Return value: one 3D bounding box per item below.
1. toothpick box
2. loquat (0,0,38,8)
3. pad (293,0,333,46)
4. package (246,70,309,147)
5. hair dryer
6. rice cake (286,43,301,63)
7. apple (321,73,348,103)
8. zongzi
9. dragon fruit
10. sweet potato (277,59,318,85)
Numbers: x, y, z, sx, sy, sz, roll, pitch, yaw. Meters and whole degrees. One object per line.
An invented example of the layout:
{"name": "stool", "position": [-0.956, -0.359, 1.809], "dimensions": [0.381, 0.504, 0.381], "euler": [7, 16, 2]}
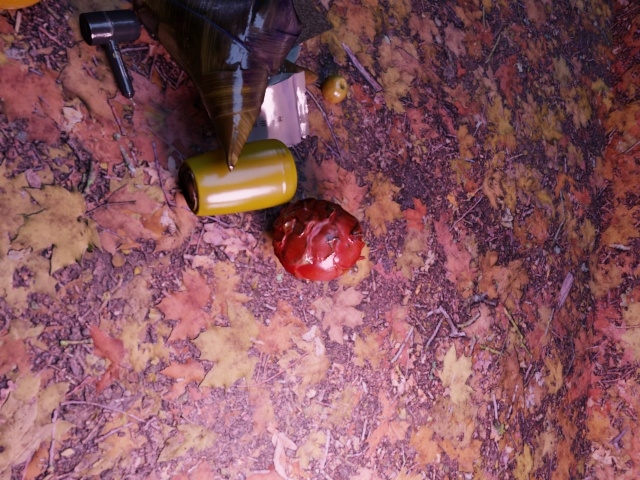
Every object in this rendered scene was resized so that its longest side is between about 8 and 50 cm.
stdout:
{"name": "toothpick box", "position": [-0.212, -0.153, 1.267], "dimensions": [0.272, 0.175, 0.174], "euler": [-15, 93, -28]}
{"name": "loquat", "position": [-0.653, -0.600, 0.996], "dimensions": [0.263, 0.263, 0.262], "euler": [5, 82, -33]}
{"name": "pad", "position": [-0.088, -0.644, 1.479], "dimensions": [0.235, 0.003, 0.158], "euler": [-38, 85, -31]}
{"name": "package", "position": [-0.144, -0.324, 1.344], "dimensions": [0.251, 0.062, 0.203], "euler": [-26, 136, -23]}
{"name": "hair dryer", "position": [-0.472, -0.432, 1.196], "dimensions": [0.125, 0.072, 0.218], "euler": [-22, 103, -34]}
{"name": "rice cake", "position": [-0.129, -0.485, 1.439], "dimensions": [0.085, 0.040, 0.226], "euler": [30, 69, -20]}
{"name": "apple", "position": [0.045, -0.463, 1.535], "dimensions": [0.084, 0.071, 0.083], "euler": [4, 82, -33]}
{"name": "zongzi", "position": [-0.296, -0.405, 1.171], "dimensions": [0.404, 0.208, 0.431], "euler": [17, 84, 12]}
{"name": "dragon fruit", "position": [-0.009, -0.003, 1.355], "dimensions": [0.253, 0.241, 0.240], "euler": [8, 80, -44]}
{"name": "sweet potato", "position": [-0.167, -0.470, 1.345], "dimensions": [0.342, 0.092, 0.113], "euler": [17, 56, -16]}
